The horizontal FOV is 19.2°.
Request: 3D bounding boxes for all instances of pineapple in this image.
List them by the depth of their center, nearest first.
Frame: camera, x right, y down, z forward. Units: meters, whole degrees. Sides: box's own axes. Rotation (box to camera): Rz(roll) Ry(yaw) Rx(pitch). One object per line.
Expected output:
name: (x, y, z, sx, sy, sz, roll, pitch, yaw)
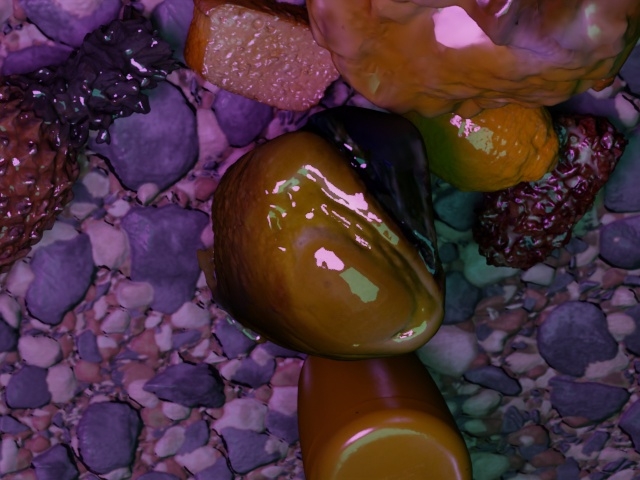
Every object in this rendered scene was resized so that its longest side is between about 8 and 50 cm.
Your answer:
pineapple: (-0.306, -0.101, 1.889, 0.362, 0.202, 0.202, -39, 119, 0)

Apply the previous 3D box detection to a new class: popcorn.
popcorn: (0.161, -0.304, 1.777, 0.344, 0.390, 0.354, -4, 79, -29)

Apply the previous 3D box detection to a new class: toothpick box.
toothpick box: (0.059, 0.205, 2.076, 0.175, 0.271, 0.175, -3, 114, -7)

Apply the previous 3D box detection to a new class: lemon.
lemon: (0.165, -0.121, 1.973, 0.187, 0.142, 0.142, 31, 112, 3)

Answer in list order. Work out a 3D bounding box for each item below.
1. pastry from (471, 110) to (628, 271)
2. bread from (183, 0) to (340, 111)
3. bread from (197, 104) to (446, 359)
pastry: (0.246, -0.051, 2.063, 0.115, 0.097, 0.208, 31, 112, -13)
bread: (-0.050, -0.195, 1.947, 0.187, 0.065, 0.103, 19, 109, -21)
bread: (0.000, 0.000, 1.893, 0.208, 0.376, 0.251, -12, 91, -13)
